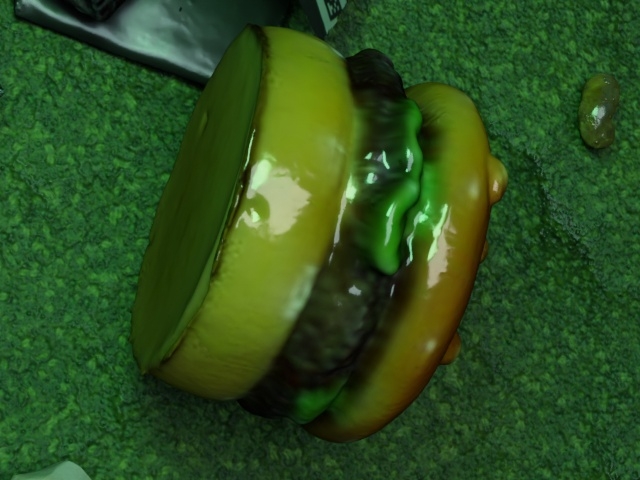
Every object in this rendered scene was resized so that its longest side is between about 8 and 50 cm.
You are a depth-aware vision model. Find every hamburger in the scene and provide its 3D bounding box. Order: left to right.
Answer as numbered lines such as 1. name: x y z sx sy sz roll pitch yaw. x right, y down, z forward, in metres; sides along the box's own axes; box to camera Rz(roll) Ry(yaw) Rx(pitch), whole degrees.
1. hamburger: 0.000 0.000 1.585 0.277 0.396 0.396 19 76 -15

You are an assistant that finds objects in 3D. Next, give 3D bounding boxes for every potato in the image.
1. potato: 0.316 -0.148 1.875 0.046 0.045 0.092 21 75 -52

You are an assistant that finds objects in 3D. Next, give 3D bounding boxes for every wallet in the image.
1. wallet: -0.175 -0.256 1.734 0.285 0.030 0.146 19 79 -14

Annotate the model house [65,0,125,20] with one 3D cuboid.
1. model house: -0.198 -0.365 1.636 0.249 0.230 0.280 50 59 -27

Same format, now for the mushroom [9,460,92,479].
1. mushroom: -0.292 0.306 1.577 0.097 0.088 0.212 33 79 -1

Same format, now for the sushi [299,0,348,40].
1. sushi: -0.044 -0.410 1.679 0.339 0.068 0.320 62 35 -31

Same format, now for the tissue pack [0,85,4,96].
1. tissue pack: -0.401 -0.187 1.612 0.103 0.090 0.170 -34 93 -28
